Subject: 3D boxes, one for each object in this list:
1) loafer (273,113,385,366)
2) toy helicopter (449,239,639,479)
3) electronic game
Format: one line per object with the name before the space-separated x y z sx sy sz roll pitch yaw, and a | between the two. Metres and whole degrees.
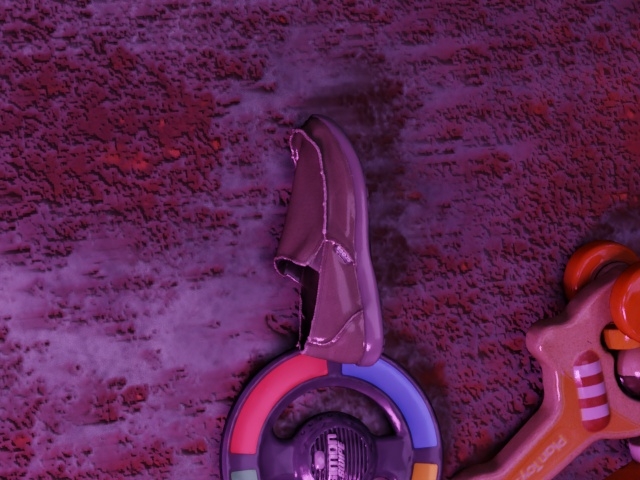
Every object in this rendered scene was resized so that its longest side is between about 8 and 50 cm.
loafer | 0.000 0.000 1.724 0.087 0.094 0.251 -7 77 -16
toy helicopter | 0.271 0.185 1.817 0.355 0.140 0.235 -44 109 -6
electronic game | 0.013 0.212 1.747 0.229 0.048 0.229 1 86 -19
